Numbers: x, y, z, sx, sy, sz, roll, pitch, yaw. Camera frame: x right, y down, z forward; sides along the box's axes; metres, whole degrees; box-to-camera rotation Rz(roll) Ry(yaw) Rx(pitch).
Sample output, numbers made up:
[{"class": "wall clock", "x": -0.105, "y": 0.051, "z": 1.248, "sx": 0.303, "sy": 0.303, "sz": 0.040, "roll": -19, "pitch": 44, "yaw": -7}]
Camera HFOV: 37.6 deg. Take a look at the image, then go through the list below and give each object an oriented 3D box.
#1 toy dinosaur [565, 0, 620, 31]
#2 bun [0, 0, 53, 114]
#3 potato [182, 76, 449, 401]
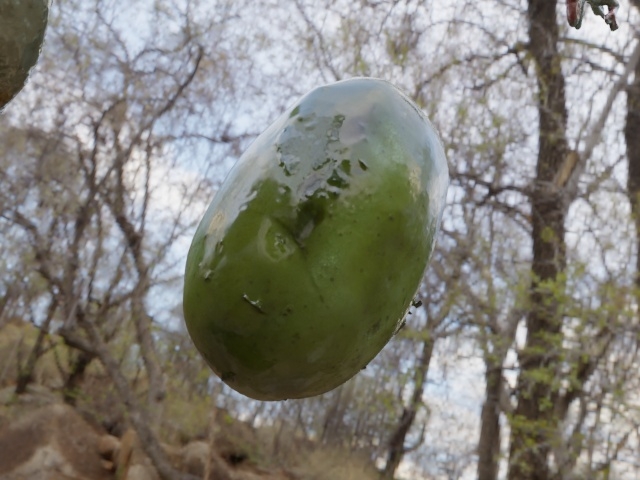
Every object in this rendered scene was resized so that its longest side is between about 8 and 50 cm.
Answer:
[{"class": "toy dinosaur", "x": 0.302, "y": -0.345, "z": 1.049, "sx": 0.053, "sy": 0.242, "sz": 0.167, "roll": -5, "pitch": -2, "yaw": 39}, {"class": "bun", "x": -0.275, "y": -0.192, "z": 0.665, "sx": 0.141, "sy": 0.239, "sz": 0.239, "roll": 11, "pitch": -21, "yaw": -32}, {"class": "potato", "x": -0.003, "y": -0.001, "z": 0.845, "sx": 0.216, "sy": 0.304, "sz": 0.216, "roll": 21, "pitch": -7, "yaw": 3}]
